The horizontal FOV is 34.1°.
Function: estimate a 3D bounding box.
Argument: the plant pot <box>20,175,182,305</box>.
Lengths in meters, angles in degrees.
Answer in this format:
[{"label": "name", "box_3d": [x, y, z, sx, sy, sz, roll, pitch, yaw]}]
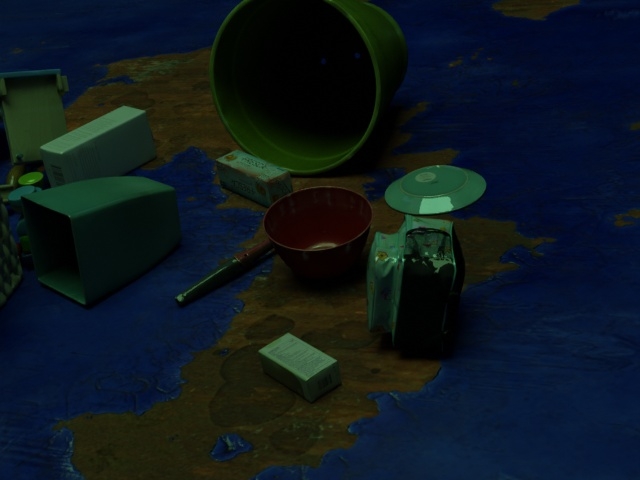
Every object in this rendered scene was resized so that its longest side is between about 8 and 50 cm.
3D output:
[{"label": "plant pot", "box_3d": [-0.372, -0.020, 1.846, 0.234, 0.166, 0.165, -24, 30, -38]}]

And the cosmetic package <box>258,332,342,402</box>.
[{"label": "cosmetic package", "box_3d": [-0.030, 0.179, 1.476, 0.060, 0.041, 0.115, -28, 33, -28]}]

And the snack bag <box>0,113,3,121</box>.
[{"label": "snack bag", "box_3d": [-0.866, -0.249, 2.450, 0.323, 0.037, 0.342, -30, 14, -32]}]

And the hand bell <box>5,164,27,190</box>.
[{"label": "hand bell", "box_3d": [-0.657, -0.182, 2.317, 0.126, 0.126, 0.242, -7, 41, 7]}]

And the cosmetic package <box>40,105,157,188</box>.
[{"label": "cosmetic package", "box_3d": [-0.469, -0.188, 2.219, 0.085, 0.117, 0.231, 17, 38, 38]}]

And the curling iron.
[{"label": "curling iron", "box_3d": [-0.127, 0.039, 1.769, 0.274, 0.035, 0.068, -25, 31, -25]}]

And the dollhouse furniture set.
[{"label": "dollhouse furniture set", "box_3d": [-0.677, -0.198, 2.238, 0.303, 0.286, 0.198, -13, 2, -32]}]

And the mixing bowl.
[{"label": "mixing bowl", "box_3d": [0.000, 0.000, 1.719, 0.181, 0.098, 0.181, -5, 36, 3]}]

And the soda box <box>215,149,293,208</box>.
[{"label": "soda box", "box_3d": [-0.129, -0.121, 2.031, 0.058, 0.063, 0.183, -27, 33, -29]}]

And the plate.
[{"label": "plate", "box_3d": [0.210, -0.101, 1.919, 0.188, 0.024, 0.188, -9, 29, 5]}]

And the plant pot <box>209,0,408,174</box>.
[{"label": "plant pot", "box_3d": [0.016, -0.356, 2.165, 0.366, 0.366, 0.353, 3, 19, 24]}]

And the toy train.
[{"label": "toy train", "box_3d": [-0.537, -0.069, 1.996, 0.105, 0.143, 0.248, -11, 29, -1]}]

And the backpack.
[{"label": "backpack", "box_3d": [0.139, 0.052, 1.516, 0.144, 0.166, 0.188, 7, 29, 12]}]

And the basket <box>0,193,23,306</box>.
[{"label": "basket", "box_3d": [-0.694, 0.017, 1.720, 0.266, 0.331, 0.328, 0, 30, 7]}]
